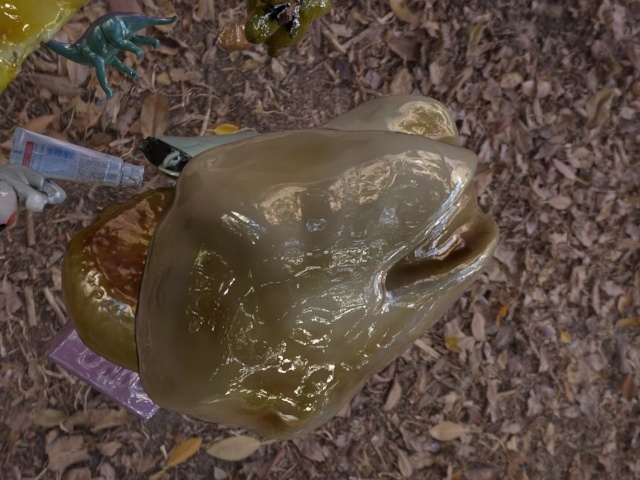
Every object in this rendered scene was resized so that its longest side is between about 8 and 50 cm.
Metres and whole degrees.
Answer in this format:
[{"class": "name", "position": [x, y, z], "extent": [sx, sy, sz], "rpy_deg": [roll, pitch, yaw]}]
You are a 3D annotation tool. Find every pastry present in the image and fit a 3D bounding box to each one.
[{"class": "pastry", "position": [-0.198, 0.063, 0.788], "extent": [0.356, 0.355, 0.163], "rpy_deg": [-1, 139, -25]}]

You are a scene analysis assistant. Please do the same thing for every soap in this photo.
[{"class": "soap", "position": [-0.327, 0.192, 0.862], "extent": [0.122, 0.065, 0.203], "rpy_deg": [-50, 115, -10]}]

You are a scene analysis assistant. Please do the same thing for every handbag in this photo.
[{"class": "handbag", "position": [-0.141, -0.129, 0.842], "extent": [0.315, 0.241, 0.109], "rpy_deg": [-9, 114, -69]}]

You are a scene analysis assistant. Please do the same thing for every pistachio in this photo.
[{"class": "pistachio", "position": [0.000, 0.000, 0.540], "extent": [0.281, 0.366, 0.445], "rpy_deg": [59, 44, -21]}]

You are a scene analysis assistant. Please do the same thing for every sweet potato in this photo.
[{"class": "sweet potato", "position": [-0.252, -0.663, 1.684], "extent": [0.097, 0.251, 0.097], "rpy_deg": [7, 119, 13]}]

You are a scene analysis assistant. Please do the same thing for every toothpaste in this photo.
[{"class": "toothpaste", "position": [-0.468, -0.149, 1.017], "extent": [0.234, 0.057, 0.089], "rpy_deg": [11, 80, -26]}]

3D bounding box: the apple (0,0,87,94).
[{"class": "apple", "position": [-0.478, -0.314, 0.683], "extent": [0.309, 0.314, 0.252], "rpy_deg": [-36, 99, 6]}]

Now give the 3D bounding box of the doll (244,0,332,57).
[{"class": "doll", "position": [-0.030, -0.264, 0.546], "extent": [0.097, 0.209, 0.137], "rpy_deg": [14, 100, -9]}]

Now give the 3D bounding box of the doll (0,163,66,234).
[{"class": "doll", "position": [-0.467, -0.053, 0.747], "extent": [0.149, 0.192, 0.095], "rpy_deg": [-20, 107, 15]}]

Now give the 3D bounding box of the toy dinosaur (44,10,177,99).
[{"class": "toy dinosaur", "position": [-0.647, -0.612, 1.489], "extent": [0.331, 0.129, 0.383], "rpy_deg": [42, 110, -14]}]
